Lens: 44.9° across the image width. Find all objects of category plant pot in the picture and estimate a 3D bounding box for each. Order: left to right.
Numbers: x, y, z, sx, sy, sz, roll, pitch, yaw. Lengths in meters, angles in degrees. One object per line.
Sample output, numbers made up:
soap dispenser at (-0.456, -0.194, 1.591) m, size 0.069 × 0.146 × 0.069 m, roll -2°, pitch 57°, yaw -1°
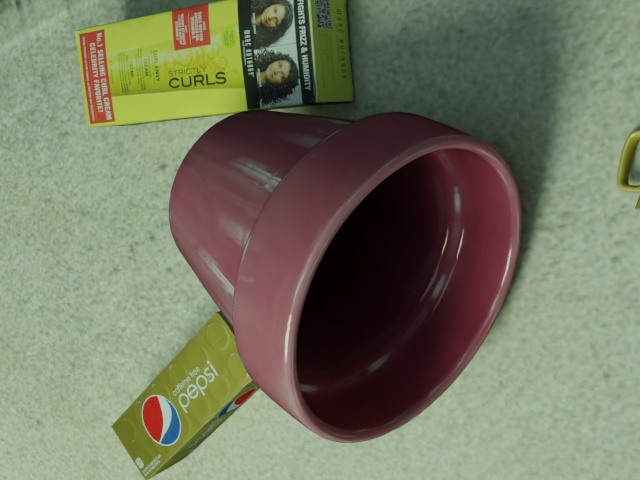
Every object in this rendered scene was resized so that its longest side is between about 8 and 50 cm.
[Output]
plant pot at (0.000, 0.000, 0.511) m, size 0.180 × 0.201 × 0.202 m, roll 31°, pitch 114°, yaw 40°

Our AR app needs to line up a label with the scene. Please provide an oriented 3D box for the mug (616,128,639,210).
mug at (0.211, -0.044, 0.441) m, size 0.078 × 0.062 × 0.064 m, roll 12°, pitch 97°, yaw 23°

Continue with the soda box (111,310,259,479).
soda box at (-0.103, 0.129, 0.667) m, size 0.181 × 0.058 × 0.061 m, roll -46°, pitch 74°, yaw 29°

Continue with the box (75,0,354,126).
box at (-0.089, -0.140, 0.608) m, size 0.232 × 0.058 × 0.088 m, roll 1°, pitch 100°, yaw 32°
